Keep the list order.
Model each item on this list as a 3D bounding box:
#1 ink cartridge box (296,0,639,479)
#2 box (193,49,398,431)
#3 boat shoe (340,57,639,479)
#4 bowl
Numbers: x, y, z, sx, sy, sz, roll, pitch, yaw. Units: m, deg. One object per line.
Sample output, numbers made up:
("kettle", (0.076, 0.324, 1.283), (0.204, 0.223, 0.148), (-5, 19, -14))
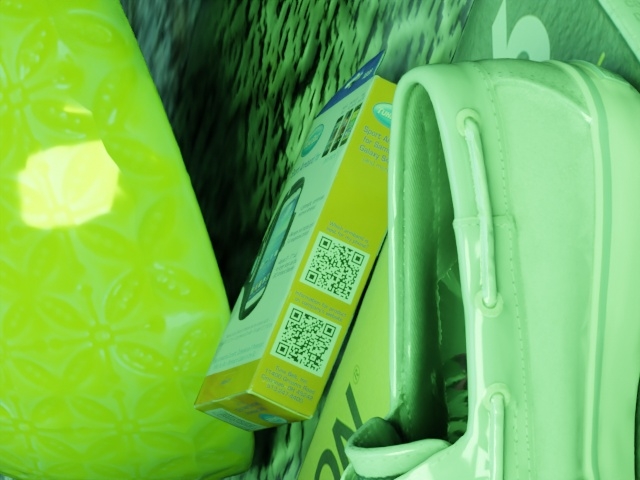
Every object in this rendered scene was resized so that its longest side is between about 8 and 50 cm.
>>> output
("ink cartridge box", (0.054, 0.062, 0.551), (0.307, 0.072, 0.303), (-115, 34, -46))
("box", (0.000, 0.000, 0.691), (0.136, 0.028, 0.081), (-66, 12, -14))
("boat shoe", (0.035, 0.050, 0.432), (0.066, 0.063, 0.184), (-161, 77, -66))
("bowl", (-0.153, -0.008, 0.823), (0.289, 0.156, 0.289), (159, 90, -77))
